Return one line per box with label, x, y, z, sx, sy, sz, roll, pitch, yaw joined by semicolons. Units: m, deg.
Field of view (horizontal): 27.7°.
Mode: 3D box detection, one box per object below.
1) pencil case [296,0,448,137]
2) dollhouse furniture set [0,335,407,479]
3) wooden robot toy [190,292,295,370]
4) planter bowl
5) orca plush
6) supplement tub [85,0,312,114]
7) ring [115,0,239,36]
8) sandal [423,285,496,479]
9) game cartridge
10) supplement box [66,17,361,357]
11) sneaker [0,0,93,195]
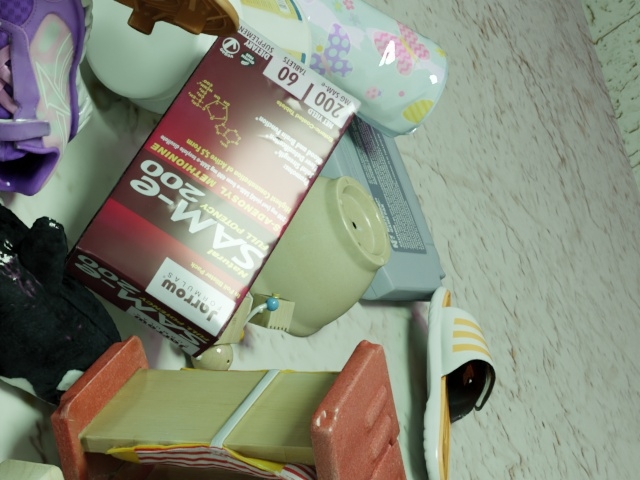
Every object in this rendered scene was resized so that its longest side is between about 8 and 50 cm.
pencil case;0.007;-0.212;1.406;0.273;0.113;0.124;22;66;-28
dollhouse furniture set;-0.101;0.205;0.759;0.374;0.201;0.152;-49;134;-56
wooden robot toy;-0.093;0.079;1.106;0.173;0.076;0.079;6;96;-62
planter bowl;0.000;0.000;1.283;0.162;0.109;0.162;45;30;-35
orca plush;-0.212;-0.007;0.875;0.287;0.102;0.151;59;25;-11
supplement tub;-0.111;-0.185;1.196;0.200;0.144;0.144;-3;70;-64
ring;-0.212;-0.225;0.934;0.337;0.032;0.336;27;-3;2
sandal;0.157;0.167;1.442;0.102;0.076;0.265;79;13;-46
game cartridge;0.046;-0.067;1.510;0.196;0.060;0.294;12;56;-64
supplement box;-0.083;-0.044;1.024;0.130;0.073;0.239;33;66;-8
sneaker;-0.214;-0.113;0.904;0.236;0.095;0.104;96;7;-58
